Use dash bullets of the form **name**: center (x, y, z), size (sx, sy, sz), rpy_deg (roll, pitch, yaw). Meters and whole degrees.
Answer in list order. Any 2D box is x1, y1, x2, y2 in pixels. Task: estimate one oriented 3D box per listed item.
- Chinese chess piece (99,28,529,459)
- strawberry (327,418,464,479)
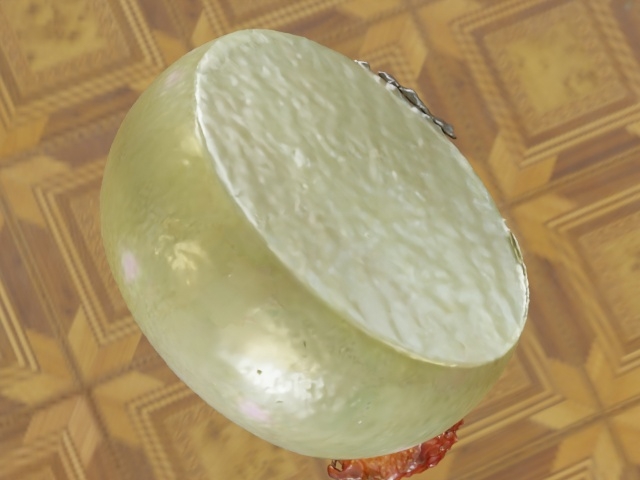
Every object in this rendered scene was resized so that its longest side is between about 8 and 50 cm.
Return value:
- **Chinese chess piece**: center (0.000, 0.000, 0.818), size (0.238, 0.092, 0.237), rpy_deg (29, 36, -23)
- **strawberry**: center (0.057, 0.138, 1.381), size (0.086, 0.145, 0.145), rpy_deg (-24, 79, -53)
